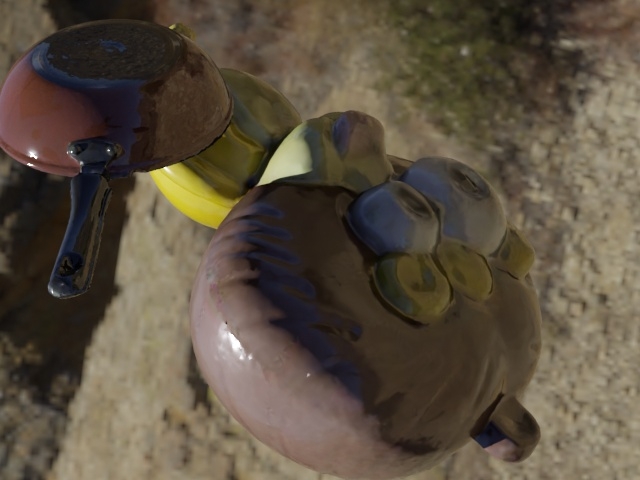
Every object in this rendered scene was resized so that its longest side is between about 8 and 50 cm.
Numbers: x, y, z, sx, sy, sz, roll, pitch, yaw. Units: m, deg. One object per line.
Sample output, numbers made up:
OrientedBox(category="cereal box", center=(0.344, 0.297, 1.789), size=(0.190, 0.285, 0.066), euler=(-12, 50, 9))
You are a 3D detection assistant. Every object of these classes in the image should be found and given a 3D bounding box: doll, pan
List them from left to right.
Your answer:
OrientedBox(category="pan", center=(-0.060, -0.029, 0.421), size=(0.115, 0.068, 0.023), euler=(-88, -2, -52))
OrientedBox(category="doll", center=(-0.005, 0.001, 0.508), size=(0.096, 0.188, 0.145), euler=(-50, 9, 27))
